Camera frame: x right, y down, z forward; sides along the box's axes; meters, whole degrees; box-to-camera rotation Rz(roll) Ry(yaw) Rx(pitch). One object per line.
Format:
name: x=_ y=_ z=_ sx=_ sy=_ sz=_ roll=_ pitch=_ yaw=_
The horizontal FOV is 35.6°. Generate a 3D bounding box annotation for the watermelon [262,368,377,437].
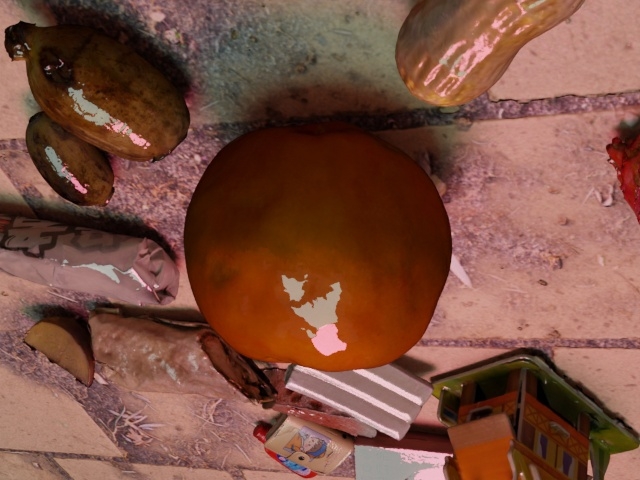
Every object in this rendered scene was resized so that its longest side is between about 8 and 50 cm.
watermelon: x=-0.007 y=0.293 z=1.826 sx=0.241 sy=0.094 sz=0.154 roll=9 pitch=152 yaw=12

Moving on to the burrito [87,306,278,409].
burrito: x=-0.252 y=0.208 z=1.772 sx=0.347 sy=0.107 sz=0.175 roll=9 pitch=136 yaw=14

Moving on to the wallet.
wallet: x=-0.024 y=0.399 z=1.961 sx=0.155 sy=0.039 sz=0.110 roll=30 pitch=117 yaw=-17

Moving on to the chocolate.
chocolate: x=0.180 y=-0.249 z=1.026 sx=0.134 sy=0.134 sz=0.309 roll=29 pitch=145 yaw=-16

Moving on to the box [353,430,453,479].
box: x=0.172 y=0.467 z=1.888 sx=0.215 sy=0.086 sz=0.215 roll=2 pitch=107 yaw=16

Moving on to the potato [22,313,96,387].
potato: x=-0.449 y=0.187 z=1.835 sx=0.172 sy=0.089 sz=0.100 roll=29 pitch=-170 yaw=25

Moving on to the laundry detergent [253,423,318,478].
laundry detergent: x=-0.073 y=0.426 z=2.036 sx=0.165 sy=0.049 sz=0.097 roll=38 pitch=136 yaw=-22

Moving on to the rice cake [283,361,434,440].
rice cake: x=0.065 y=0.241 z=1.693 sx=0.237 sy=0.043 sz=0.127 roll=28 pitch=98 yaw=-4

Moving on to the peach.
peach: x=0.000 y=0.000 z=1.263 sx=0.342 sy=0.343 sz=0.302 roll=3 pitch=97 yaw=17

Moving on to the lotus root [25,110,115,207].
lotus root: x=-0.361 y=-0.111 z=1.434 sx=0.089 sy=0.080 sz=0.179 roll=-10 pitch=136 yaw=28

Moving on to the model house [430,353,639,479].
model house: x=0.347 y=0.417 z=1.656 sx=0.357 sy=0.313 sz=0.242 roll=38 pitch=140 yaw=-28

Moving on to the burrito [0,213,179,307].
burrito: x=-0.448 y=0.019 z=1.613 sx=0.445 sy=0.101 sz=0.139 roll=11 pitch=156 yaw=7

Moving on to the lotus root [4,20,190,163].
lotus root: x=-0.284 y=-0.192 z=1.266 sx=0.260 sy=0.128 sz=0.145 roll=35 pitch=149 yaw=-21

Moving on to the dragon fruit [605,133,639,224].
dragon fruit: x=0.404 y=-0.095 z=1.177 sx=0.153 sy=0.111 sz=0.153 roll=-14 pitch=127 yaw=-19
